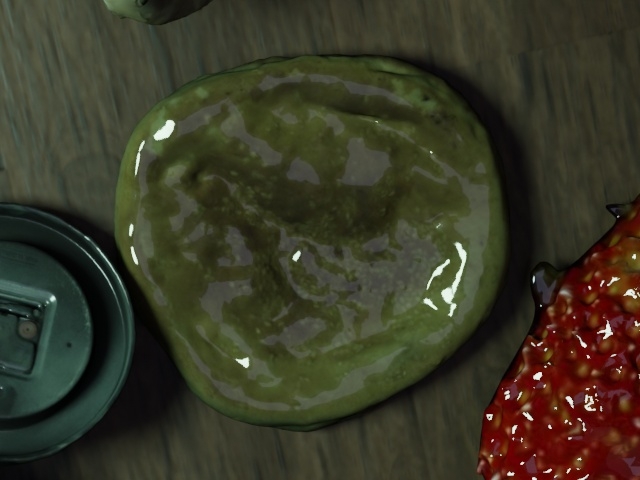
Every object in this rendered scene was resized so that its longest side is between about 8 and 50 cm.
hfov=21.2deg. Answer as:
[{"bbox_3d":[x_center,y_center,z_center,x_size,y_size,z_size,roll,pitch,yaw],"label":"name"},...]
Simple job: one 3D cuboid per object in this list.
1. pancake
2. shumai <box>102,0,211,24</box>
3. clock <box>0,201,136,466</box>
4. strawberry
[{"bbox_3d":[0.000,0.000,1.225,0.294,0.049,0.294,-1,99,-8],"label":"pancake"},{"bbox_3d":[-0.125,-0.323,1.123,0.262,0.267,0.314,32,60,18],"label":"shumai"},{"bbox_3d":[-0.219,0.065,1.168,0.185,0.040,0.184,6,69,-15],"label":"clock"},{"bbox_3d":[0.247,0.096,1.233,0.233,0.138,0.306,13,96,-9],"label":"strawberry"}]
